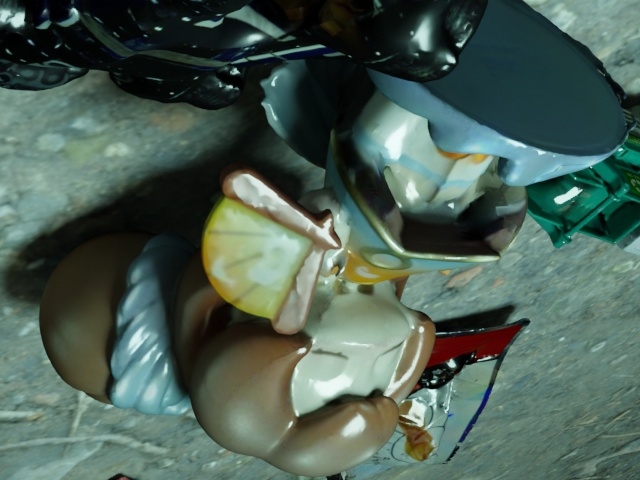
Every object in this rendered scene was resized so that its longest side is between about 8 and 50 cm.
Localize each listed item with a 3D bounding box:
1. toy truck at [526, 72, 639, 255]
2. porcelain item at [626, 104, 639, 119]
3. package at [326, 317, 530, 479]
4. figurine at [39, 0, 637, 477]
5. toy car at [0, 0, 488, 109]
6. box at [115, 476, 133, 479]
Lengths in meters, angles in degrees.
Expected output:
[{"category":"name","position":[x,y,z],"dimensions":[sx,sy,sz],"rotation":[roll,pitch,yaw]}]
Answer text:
[{"category":"toy truck","position":[0.216,-0.050,1.107],"dimensions":[0.216,0.116,0.110],"rotation":[16,134,-38]},{"category":"porcelain item","position":[0.314,-0.104,1.219],"dimensions":[0.136,0.021,0.075],"rotation":[-19,152,-12]},{"category":"package","position":[0.100,0.171,1.494],"dimensions":[0.194,0.071,0.269],"rotation":[-15,139,-24]},{"category":"figurine","position":[-0.001,0.001,0.951],"dimensions":[0.277,0.248,0.388],"rotation":[0,134,-35]},{"category":"toy car","position":[-0.071,-0.131,0.665],"dimensions":[0.301,0.118,0.193],"rotation":[-3,177,40]},{"category":"box","position":[-0.214,0.466,1.488],"dimensions":[0.314,0.300,0.312],"rotation":[-29,153,10]}]
